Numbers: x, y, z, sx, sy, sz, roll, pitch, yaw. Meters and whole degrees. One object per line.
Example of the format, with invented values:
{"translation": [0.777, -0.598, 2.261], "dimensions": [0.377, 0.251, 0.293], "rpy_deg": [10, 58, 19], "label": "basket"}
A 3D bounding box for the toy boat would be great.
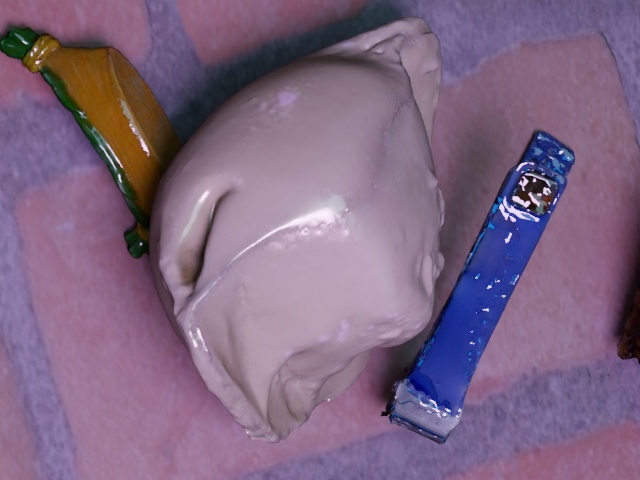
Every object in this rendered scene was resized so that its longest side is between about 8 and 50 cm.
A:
{"translation": [-0.183, -0.094, 1.527], "dimensions": [0.088, 0.089, 0.229], "rpy_deg": [-27, 99, 20], "label": "toy boat"}

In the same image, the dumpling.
{"translation": [0.000, 0.000, 1.511], "dimensions": [0.233, 0.315, 0.395], "rpy_deg": [15, 57, 22], "label": "dumpling"}

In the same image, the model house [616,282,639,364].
{"translation": [0.414, 0.075, 1.687], "dimensions": [0.282, 0.297, 0.317], "rpy_deg": [0, 124, -11], "label": "model house"}

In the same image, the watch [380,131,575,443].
{"translation": [0.144, 0.039, 1.602], "dimensions": [0.068, 0.276, 0.274], "rpy_deg": [24, 101, 7], "label": "watch"}
